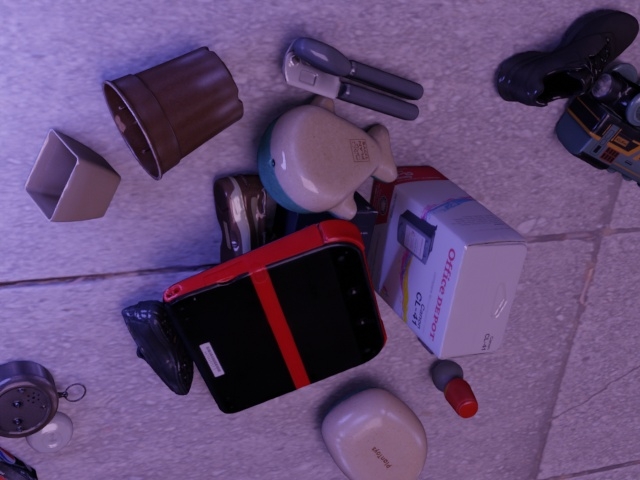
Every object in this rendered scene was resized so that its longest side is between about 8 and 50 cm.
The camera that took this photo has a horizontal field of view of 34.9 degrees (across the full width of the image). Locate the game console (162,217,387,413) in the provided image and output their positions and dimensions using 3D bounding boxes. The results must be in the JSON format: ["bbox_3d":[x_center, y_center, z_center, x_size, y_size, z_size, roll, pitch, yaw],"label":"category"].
[{"bbox_3d":[-0.064,0.139,1.769,0.341,0.060,0.387,-20,139,-2],"label":"game console"}]

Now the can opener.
[{"bbox_3d":[0.060,-0.259,1.676,0.280,0.093,0.074,14,91,-36],"label":"can opener"}]

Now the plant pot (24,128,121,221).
[{"bbox_3d":[-0.372,-0.090,1.554,0.096,0.109,0.109,15,110,-45],"label":"plant pot"}]

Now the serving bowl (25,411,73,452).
[{"bbox_3d":[-0.474,0.342,1.787,0.083,0.027,0.083,-12,120,-21],"label":"serving bowl"}]

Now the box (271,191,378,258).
[{"bbox_3d":[0.000,0.000,1.789,0.156,0.093,0.158,-1,118,-26],"label":"box"}]

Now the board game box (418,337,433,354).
[{"bbox_3d":[0.273,0.130,2.018,0.194,0.060,0.194,2,117,-27],"label":"board game box"}]

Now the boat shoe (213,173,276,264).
[{"bbox_3d":[-0.116,0.008,1.739,0.095,0.095,0.258,-17,123,-24],"label":"boat shoe"}]

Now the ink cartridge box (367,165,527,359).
[{"bbox_3d":[0.202,0.031,1.774,0.131,0.306,0.226,-3,118,-25],"label":"ink cartridge box"}]

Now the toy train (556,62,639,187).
[{"bbox_3d":[0.609,-0.208,1.958,0.334,0.142,0.190,20,120,-36],"label":"toy train"}]

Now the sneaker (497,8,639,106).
[{"bbox_3d":[0.464,-0.314,1.822,0.286,0.130,0.109,-32,124,-8],"label":"sneaker"}]

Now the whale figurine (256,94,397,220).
[{"bbox_3d":[0.009,-0.133,1.707,0.272,0.141,0.216,-11,86,-44],"label":"whale figurine"}]

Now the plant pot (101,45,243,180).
[{"bbox_3d":[-0.217,-0.203,1.538,0.165,0.167,0.167,-32,127,-17],"label":"plant pot"}]

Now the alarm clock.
[{"bbox_3d":[-0.490,0.269,1.720,0.192,0.064,0.129,-6,119,-27],"label":"alarm clock"}]

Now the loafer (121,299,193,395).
[{"bbox_3d":[-0.281,0.188,1.778,0.078,0.076,0.223,-3,133,16],"label":"loafer"}]

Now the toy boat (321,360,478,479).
[{"bbox_3d":[0.166,0.366,2.062,0.318,0.148,0.267,-31,121,1],"label":"toy boat"}]

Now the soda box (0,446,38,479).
[{"bbox_3d":[-0.564,0.392,1.754,0.060,0.053,0.169,-42,127,-1],"label":"soda box"}]

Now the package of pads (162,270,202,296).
[{"bbox_3d":[-0.227,0.094,1.768,0.083,0.032,0.050,-33,128,-6],"label":"package of pads"}]
